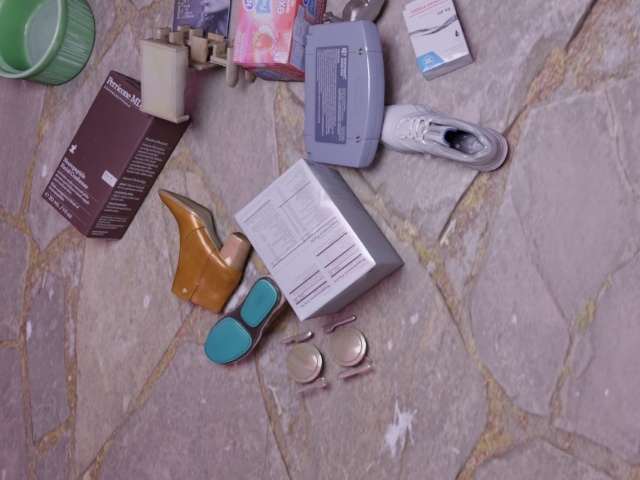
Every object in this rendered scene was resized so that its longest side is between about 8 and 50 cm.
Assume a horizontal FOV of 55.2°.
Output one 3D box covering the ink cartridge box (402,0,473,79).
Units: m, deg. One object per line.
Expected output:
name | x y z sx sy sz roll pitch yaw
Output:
ink cartridge box | 0.238 -0.440 1.272 0.104 0.060 0.180 -19 81 22

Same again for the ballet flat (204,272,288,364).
ballet flat | -0.149 0.177 1.383 0.107 0.106 0.316 51 125 8

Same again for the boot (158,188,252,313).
boot | -0.317 0.026 1.469 0.295 0.104 0.211 33 101 16

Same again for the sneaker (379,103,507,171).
sneaker | 0.224 -0.221 1.234 0.297 0.129 0.110 16 97 24

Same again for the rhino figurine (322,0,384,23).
rhino figurine | 0.058 -0.463 1.343 0.106 0.073 0.243 33 105 20

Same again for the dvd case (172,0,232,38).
dvd case | -0.292 -0.613 1.526 0.165 0.018 0.221 5 90 23

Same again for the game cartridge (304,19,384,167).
game cartridge | 0.047 -0.305 1.289 0.196 0.060 0.293 18 112 48

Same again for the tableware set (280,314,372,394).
tableware set | 0.016 0.255 1.358 0.194 0.039 0.128 -22 68 15

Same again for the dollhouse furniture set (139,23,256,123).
dollhouse furniture set | -0.295 -0.387 1.417 0.212 0.242 0.160 21 121 22

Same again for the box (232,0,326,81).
box | -0.083 -0.519 1.361 0.142 0.154 0.299 8 92 23

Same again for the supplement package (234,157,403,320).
supplement package | 0.000 0.000 1.283 0.198 0.199 0.262 -39 75 18

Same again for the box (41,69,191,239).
box | -0.516 -0.207 1.544 0.191 0.143 0.381 37 100 20

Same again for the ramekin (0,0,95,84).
ramekin | -0.760 -0.569 1.652 0.304 0.148 0.303 -1 88 23
